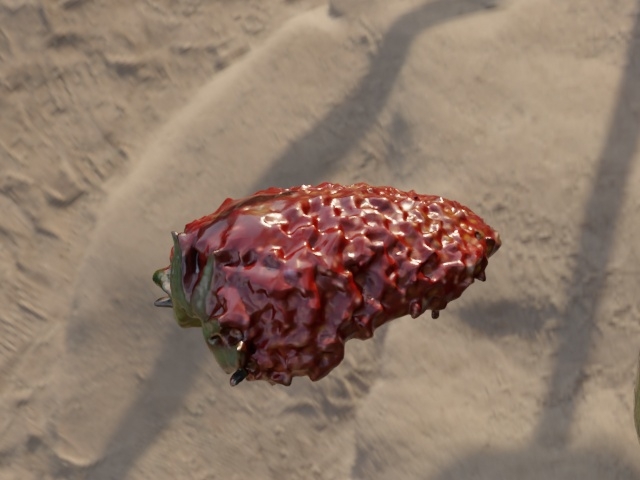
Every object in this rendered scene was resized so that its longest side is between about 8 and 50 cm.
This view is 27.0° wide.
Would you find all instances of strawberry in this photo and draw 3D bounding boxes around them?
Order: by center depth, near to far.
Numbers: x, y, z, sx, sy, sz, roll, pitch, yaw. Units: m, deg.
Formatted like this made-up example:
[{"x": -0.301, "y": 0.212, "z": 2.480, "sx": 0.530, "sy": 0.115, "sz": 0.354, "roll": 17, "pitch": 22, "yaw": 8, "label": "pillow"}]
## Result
[{"x": -0.003, "y": -0.003, "z": 0.831, "sx": 0.208, "sy": 0.087, "sz": 0.167, "roll": -30, "pitch": 40, "yaw": -18, "label": "strawberry"}]

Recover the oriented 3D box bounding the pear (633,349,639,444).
[{"x": 0.332, "y": 0.087, "z": 0.827, "sx": 0.269, "sy": 0.269, "sz": 0.321, "roll": 30, "pitch": 39, "yaw": 24, "label": "pear"}]
